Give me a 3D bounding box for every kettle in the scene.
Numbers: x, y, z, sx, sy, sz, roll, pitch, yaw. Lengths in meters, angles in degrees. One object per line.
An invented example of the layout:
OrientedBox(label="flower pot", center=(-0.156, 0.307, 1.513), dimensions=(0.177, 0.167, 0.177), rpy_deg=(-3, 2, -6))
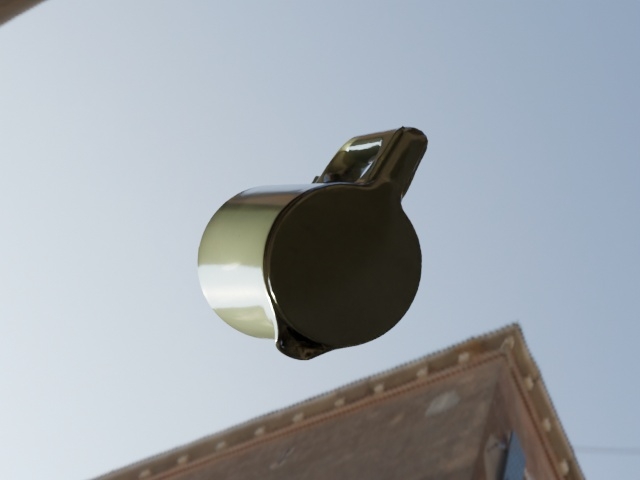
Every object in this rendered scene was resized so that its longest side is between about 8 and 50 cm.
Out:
OrientedBox(label="kettle", center=(0.002, 0.006, 0.678), dimensions=(0.127, 0.148, 0.098), rpy_deg=(-29, -83, -16))
